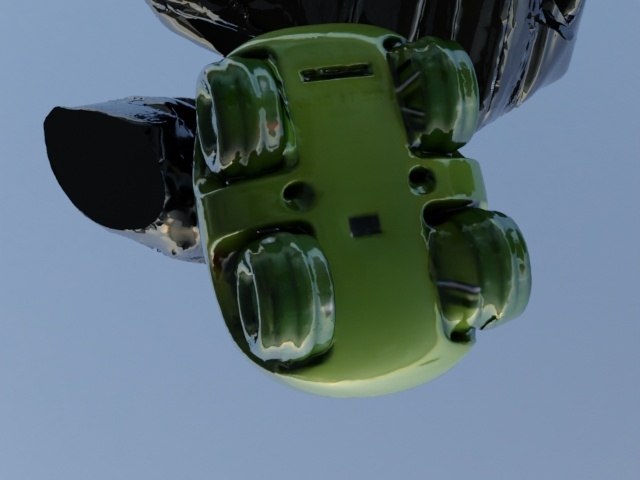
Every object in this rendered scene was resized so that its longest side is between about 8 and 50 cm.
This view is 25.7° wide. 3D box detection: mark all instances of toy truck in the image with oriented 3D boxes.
[{"bbox_3d":[0.001,-0.017,0.740,0.210,0.148,0.187,-175,-103,-74],"label":"toy truck"}]

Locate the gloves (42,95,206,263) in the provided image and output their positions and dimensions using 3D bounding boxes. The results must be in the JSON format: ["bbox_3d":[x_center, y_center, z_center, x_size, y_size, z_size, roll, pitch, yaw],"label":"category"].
[{"bbox_3d":[-0.093,-0.042,1.011,0.164,0.203,0.124,35,-71,14],"label":"gloves"}]

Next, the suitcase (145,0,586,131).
[{"bbox_3d":[0.043,-0.265,0.918,0.339,0.188,0.345,25,-55,26],"label":"suitcase"}]
